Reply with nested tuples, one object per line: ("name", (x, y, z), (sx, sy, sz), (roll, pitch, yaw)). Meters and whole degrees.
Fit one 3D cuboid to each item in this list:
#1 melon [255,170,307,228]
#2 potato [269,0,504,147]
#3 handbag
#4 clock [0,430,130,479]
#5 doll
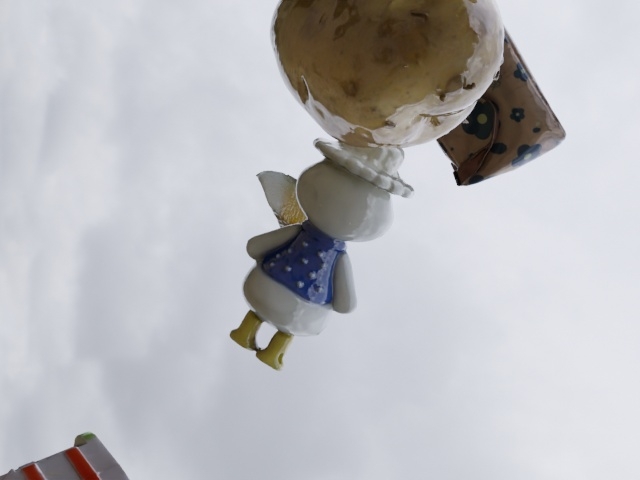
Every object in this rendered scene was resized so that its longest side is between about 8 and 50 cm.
("melon", (-0.074, -0.068, 1.395), (0.093, 0.202, 0.139), (-60, -162, -22))
("potato", (0.044, -0.148, 0.516), (0.235, 0.128, 0.161), (9, -104, 45))
("handbag", (0.262, -0.229, 1.079), (0.193, 0.190, 0.251), (-31, -85, 15))
("clock", (-0.326, 0.333, 0.559), (0.166, 0.310, 0.235), (34, -57, 35))
("doll", (0.000, 0.000, 0.687), (0.138, 0.119, 0.293), (31, -79, 12))
